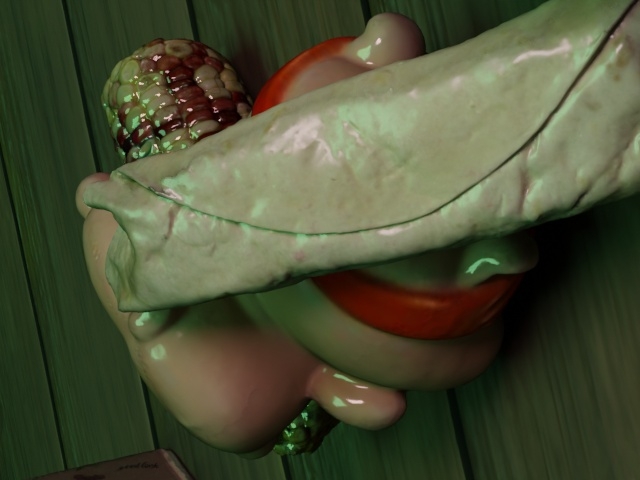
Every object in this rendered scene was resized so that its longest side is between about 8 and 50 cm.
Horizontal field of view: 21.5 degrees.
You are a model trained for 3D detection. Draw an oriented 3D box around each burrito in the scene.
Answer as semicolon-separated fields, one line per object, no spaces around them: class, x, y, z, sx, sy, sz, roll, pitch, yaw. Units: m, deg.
burrito;0.031;-0.034;0.638;0.275;0.059;0.082;-15;100;18

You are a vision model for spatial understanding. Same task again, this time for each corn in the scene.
corn;-0.044;0.001;0.927;0.253;0.086;0.086;64;148;23

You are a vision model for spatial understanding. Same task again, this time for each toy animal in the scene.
toy animal;0.000;0.000;0.765;0.198;0.171;0.171;-29;68;19

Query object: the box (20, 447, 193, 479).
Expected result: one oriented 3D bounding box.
box;-0.148;0.326;1.112;0.225;0.190;0.297;42;136;48
